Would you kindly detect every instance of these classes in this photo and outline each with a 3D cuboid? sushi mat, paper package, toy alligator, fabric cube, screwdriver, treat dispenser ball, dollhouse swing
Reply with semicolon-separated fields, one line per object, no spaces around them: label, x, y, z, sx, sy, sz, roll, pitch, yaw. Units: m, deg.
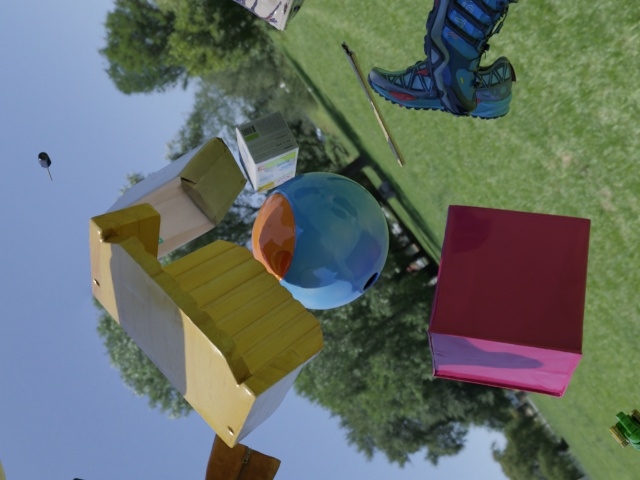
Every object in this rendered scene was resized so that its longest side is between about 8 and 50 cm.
sushi mat;0.132;-0.335;1.584;0.316;0.019;0.151;59;-172;-29
paper package;-0.398;-0.098;1.728;0.168;0.325;0.309;57;-157;-19
toy alligator;0.536;0.335;1.091;0.189;0.056;0.051;45;-172;-48
fabric cube;0.348;0.117;1.202;0.259;0.254;0.258;70;-151;-59
screwdriver;-0.576;-0.152;1.347;0.025;0.024;0.170;33;161;-13
treat dispenser ball;0.000;0.000;1.350;0.288;0.288;0.288;53;-173;-9
dollhouse swing;-0.139;0.087;1.047;0.347;0.305;0.315;44;145;14

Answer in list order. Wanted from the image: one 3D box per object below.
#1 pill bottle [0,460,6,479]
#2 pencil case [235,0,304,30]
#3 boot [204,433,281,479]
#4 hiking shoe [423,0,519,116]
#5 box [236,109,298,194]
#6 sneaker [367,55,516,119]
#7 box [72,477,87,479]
pill bottle;-0.639;0.421;0.967;0.283;0.161;0.161;-6;-128;-40
pencil case;-0.196;-0.590;1.232;0.410;0.183;0.160;32;-148;-7
boot;-0.236;0.498;1.219;0.096;0.264;0.280;105;-177;-55
hiking shoe;0.230;-0.332;0.974;0.113;0.132;0.304;-53;-41;-49
box;-0.127;-0.204;1.528;0.103;0.114;0.203;64;168;12
sneaker;0.217;-0.302;1.156;0.104;0.262;0.125;-70;-12;-61
box;-0.517;0.701;1.594;0.232;0.059;0.183;29;-162;-32
